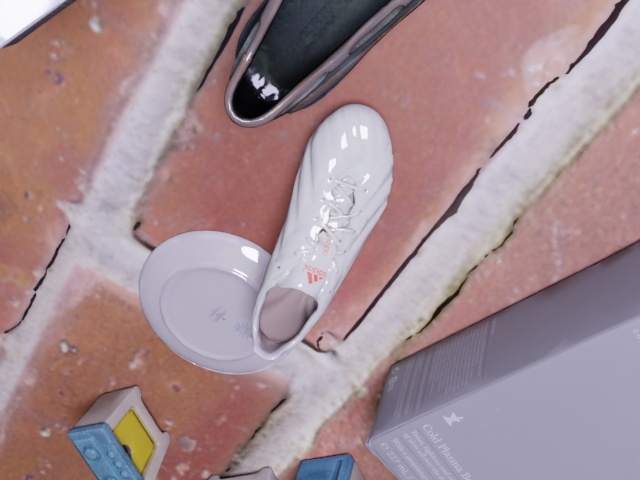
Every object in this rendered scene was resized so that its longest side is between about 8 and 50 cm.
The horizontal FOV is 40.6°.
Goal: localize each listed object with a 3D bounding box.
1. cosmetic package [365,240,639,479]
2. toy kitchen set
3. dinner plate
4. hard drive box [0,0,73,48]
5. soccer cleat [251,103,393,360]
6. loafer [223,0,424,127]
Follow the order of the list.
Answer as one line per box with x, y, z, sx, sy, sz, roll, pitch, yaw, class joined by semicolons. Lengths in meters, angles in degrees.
0.168;0.115;0.625;0.238;0.107;0.127;-33;105;31;cosmetic package
-0.092;0.207;0.731;0.207;0.122;0.166;-15;115;21;toy kitchen set
-0.084;0.056;0.704;0.141;0.017;0.141;6;122;9;dinner plate
-0.124;-0.240;0.438;0.232;0.089;0.181;-37;110;-1;hard drive box
0.000;0.000;0.609;0.068;0.076;0.196;22;117;0;soccer cleat
0.030;-0.163;0.499;0.096;0.084;0.267;37;125;-7;loafer
